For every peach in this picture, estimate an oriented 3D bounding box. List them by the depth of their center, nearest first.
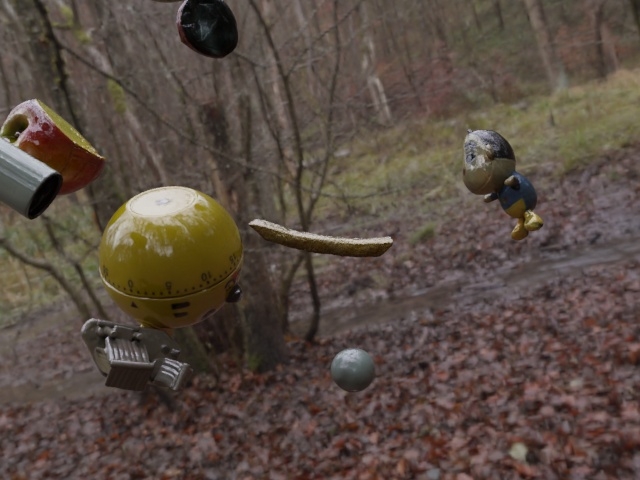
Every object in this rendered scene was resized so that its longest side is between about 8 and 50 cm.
[{"bbox_3d":[-0.728,-0.236,1.906,0.245,0.249,0.274,-32,-38,25],"label":"peach"}]

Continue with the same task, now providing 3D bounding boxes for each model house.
[{"bbox_3d":[-0.375,0.246,1.453,0.229,0.122,0.188,20,-5,-30],"label":"model house"}]

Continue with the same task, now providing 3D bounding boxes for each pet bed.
[{"bbox_3d":[-0.335,-0.640,2.092,0.201,0.201,0.053,-21,9,-35],"label":"pet bed"}]

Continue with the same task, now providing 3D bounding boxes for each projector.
[{"bbox_3d":[-0.655,-0.170,1.312,0.108,0.337,0.108,-59,1,2],"label":"projector"}]

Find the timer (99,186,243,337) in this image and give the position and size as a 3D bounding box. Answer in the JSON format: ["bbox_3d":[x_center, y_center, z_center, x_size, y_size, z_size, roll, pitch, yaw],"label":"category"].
[{"bbox_3d":[-0.345,0.075,1.686,0.376,0.387,0.376,-2,31,1],"label":"timer"}]

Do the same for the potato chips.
[{"bbox_3d":[0.000,0.000,1.945,0.406,0.080,0.057,8,31,11],"label":"potato chips"}]

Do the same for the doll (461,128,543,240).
[{"bbox_3d":[0.258,-0.085,1.026,0.088,0.179,0.102,-22,-11,-15],"label":"doll"}]

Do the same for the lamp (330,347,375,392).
[{"bbox_3d":[0.075,0.301,1.627,0.105,0.105,0.105,-15,8,2],"label":"lamp"}]

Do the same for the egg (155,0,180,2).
[{"bbox_3d":[-0.219,-0.453,0.994,0.186,0.186,0.242,-18,-24,-22],"label":"egg"}]
